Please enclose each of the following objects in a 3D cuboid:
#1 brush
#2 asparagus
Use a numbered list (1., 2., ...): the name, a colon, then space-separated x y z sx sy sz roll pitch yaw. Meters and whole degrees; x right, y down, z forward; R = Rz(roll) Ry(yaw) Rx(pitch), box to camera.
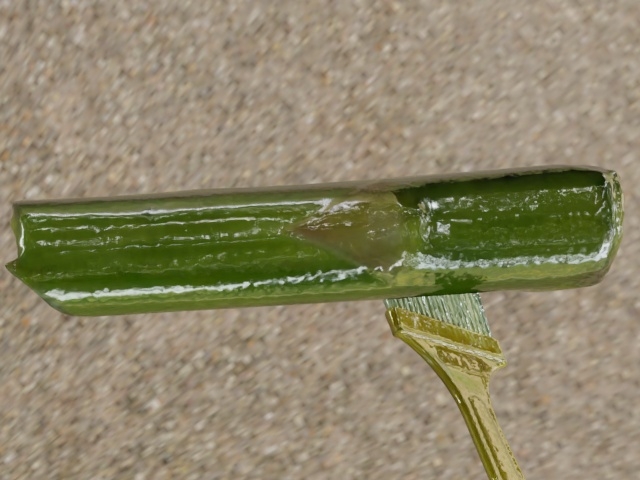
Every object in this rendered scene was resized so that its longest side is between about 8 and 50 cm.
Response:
1. brush: 0.079 0.088 0.906 0.083 0.011 0.205 20 38 -44
2. asparagus: 0.000 0.002 0.856 0.278 0.067 0.060 -3 99 -7
